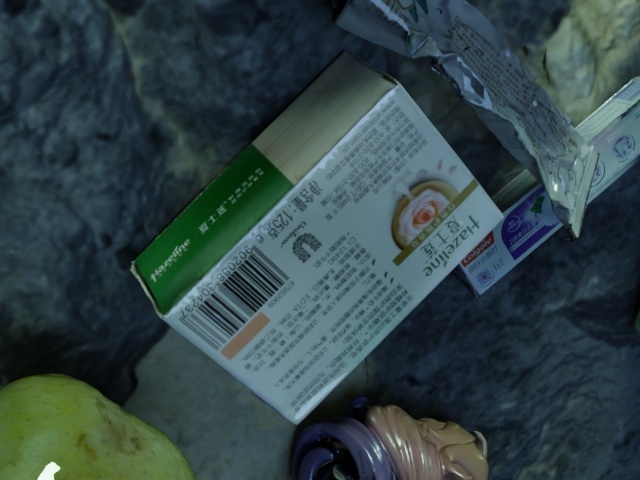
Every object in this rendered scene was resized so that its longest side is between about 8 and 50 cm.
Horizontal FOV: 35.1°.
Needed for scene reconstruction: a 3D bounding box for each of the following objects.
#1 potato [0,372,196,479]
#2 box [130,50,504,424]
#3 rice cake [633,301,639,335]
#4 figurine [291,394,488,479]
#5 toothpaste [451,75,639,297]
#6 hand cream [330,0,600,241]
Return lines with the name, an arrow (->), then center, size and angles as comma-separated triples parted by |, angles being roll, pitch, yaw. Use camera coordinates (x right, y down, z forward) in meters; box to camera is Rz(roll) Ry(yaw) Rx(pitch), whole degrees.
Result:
potato -> -0.202, 0.234, 0.590 | 0.218, 0.202, 0.351 | -7, 129, -51
box -> 0.000, 0.000, 0.640 | 0.199, 0.081, 0.135 | -43, 126, 1
rice cake -> 0.301, -0.010, 0.789 | 0.063, 0.069, 0.207 | -10, 117, -22
figurine -> 0.066, 0.174, 0.740 | 0.156, 0.126, 0.114 | -3, 158, -24
toothpaste -> 0.169, -0.042, 0.725 | 0.196, 0.040, 0.047 | -40, 121, -3
hand cream -> 0.088, -0.103, 0.623 | 0.257, 0.084, 0.050 | 36, 139, -20
